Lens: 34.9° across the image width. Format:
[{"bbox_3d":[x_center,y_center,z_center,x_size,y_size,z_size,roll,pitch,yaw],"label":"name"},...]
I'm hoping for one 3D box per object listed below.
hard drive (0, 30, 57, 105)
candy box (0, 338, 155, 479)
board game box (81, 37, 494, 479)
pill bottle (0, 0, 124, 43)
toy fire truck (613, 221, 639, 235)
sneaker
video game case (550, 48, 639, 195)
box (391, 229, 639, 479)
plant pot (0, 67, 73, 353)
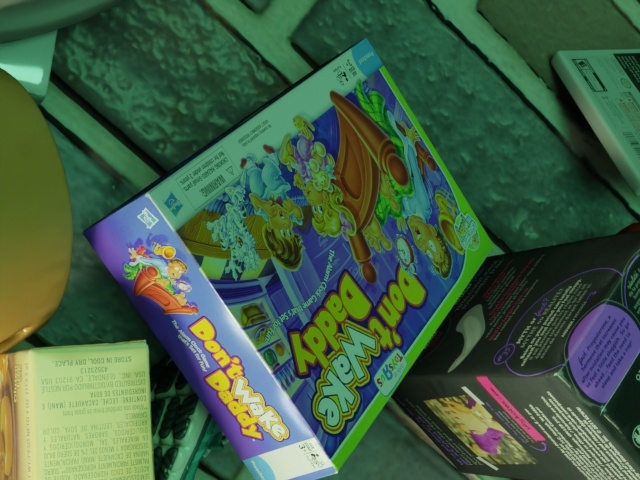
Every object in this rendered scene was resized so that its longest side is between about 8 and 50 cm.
[{"bbox_3d":[-0.368,-0.256,0.771,0.353,0.047,0.233,12,78,-26],"label":"hard drive"},{"bbox_3d":[-0.180,0.234,0.727,0.087,0.183,0.317,-2,84,-27],"label":"candy box"},{"bbox_3d":[0.000,0.000,0.833,0.233,0.078,0.347,57,38,-10],"label":"board game box"},{"bbox_3d":[-0.250,-0.358,0.691,0.229,0.229,0.408,-25,94,-28],"label":"pill bottle"},{"bbox_3d":[0.380,0.026,1.084,0.217,0.158,0.246,22,46,-27],"label":"toy fire truck"},{"bbox_3d":[-0.076,0.125,0.846,0.110,0.107,0.275,39,67,-27],"label":"sneaker"},{"bbox_3d":[0.359,-0.133,1.098,0.173,0.022,0.190,-7,57,-28],"label":"video game case"},{"bbox_3d":[0.200,0.107,0.891,0.143,0.270,0.165,48,66,-14],"label":"box"},{"bbox_3d":[-0.301,-0.012,0.662,0.203,0.291,0.291,-15,91,-45],"label":"plant pot"}]
